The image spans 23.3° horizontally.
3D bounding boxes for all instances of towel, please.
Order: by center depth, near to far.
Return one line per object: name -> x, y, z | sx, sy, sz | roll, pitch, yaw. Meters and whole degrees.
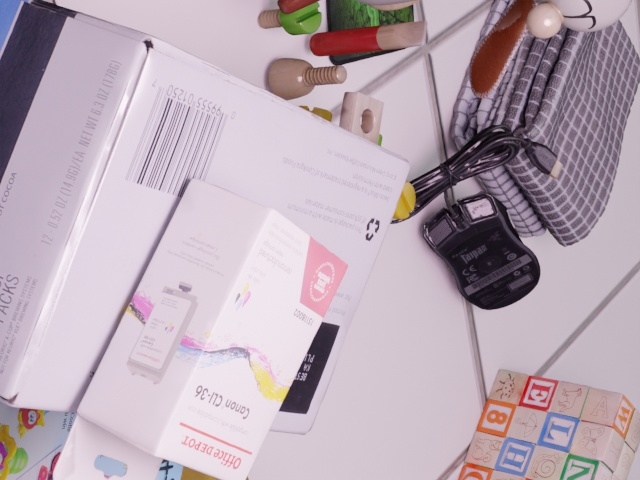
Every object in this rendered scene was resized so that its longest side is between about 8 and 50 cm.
towel -> 0.279, -0.167, 1.817 | 0.235, 0.121, 0.284 | 44, 62, -49

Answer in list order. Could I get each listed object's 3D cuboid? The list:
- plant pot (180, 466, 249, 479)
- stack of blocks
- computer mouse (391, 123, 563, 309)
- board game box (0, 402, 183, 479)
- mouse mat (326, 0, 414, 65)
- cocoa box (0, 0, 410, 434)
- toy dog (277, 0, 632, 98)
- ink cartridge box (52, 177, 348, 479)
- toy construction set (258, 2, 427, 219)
plant pot -> -0.110, 0.225, 1.410 | 0.081, 0.081, 0.083 | 43, 45, -49
stack of blocks -> 0.251, 0.315, 1.840 | 0.087, 0.171, 0.297 | 44, 63, -48
computer mouse -> 0.193, -0.034, 1.719 | 0.262, 0.184, 0.060 | 42, 20, -44
board game box -> -0.242, 0.151, 1.160 | 0.275, 0.142, 0.144 | 18, 84, -53
mouse mat -> 0.051, -0.280, 1.580 | 0.152, 0.007, 0.190 | -22, 114, -49
cocoa box -> -0.141, -0.018, 1.066 | 0.347, 0.228, 0.231 | 18, 94, -59
toy dog -> 0.082, -0.219, 1.265 | 0.161, 0.333, 0.220 | -47, 112, -13
ink cartridge box -> -0.071, 0.077, 0.944 | 0.198, 0.067, 0.115 | -64, 150, -6
toy construction set -> 0.015, -0.084, 1.358 | 0.257, 0.237, 0.309 | 46, 57, -37
